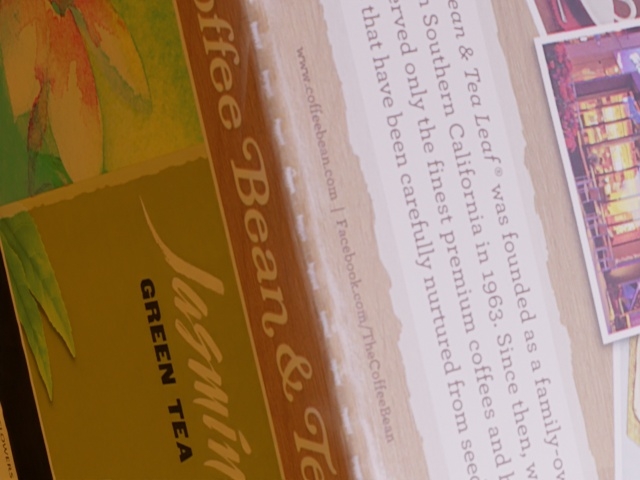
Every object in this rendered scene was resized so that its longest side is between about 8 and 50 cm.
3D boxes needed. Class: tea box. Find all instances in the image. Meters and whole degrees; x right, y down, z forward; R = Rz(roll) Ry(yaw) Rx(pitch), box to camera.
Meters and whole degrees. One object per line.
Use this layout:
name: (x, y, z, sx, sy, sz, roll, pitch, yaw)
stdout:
tea box: (0.000, 0.000, 0.732, 0.220, 0.323, 0.329, -14, 90, -33)
